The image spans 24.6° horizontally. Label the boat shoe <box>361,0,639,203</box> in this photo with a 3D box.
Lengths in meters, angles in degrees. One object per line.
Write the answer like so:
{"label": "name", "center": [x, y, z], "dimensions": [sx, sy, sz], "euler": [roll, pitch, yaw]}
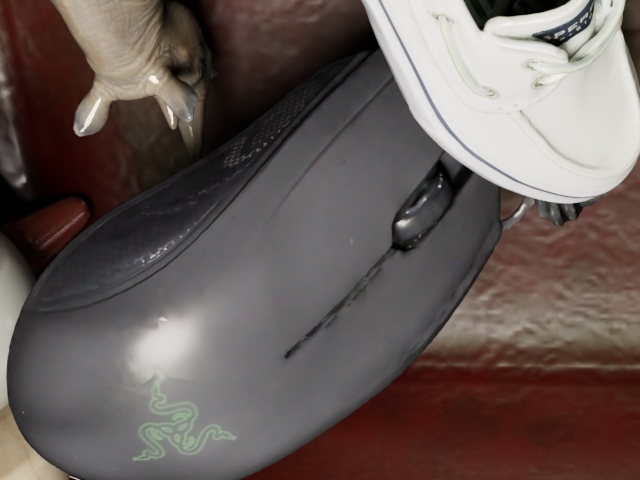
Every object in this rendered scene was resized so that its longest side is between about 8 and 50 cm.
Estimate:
{"label": "boat shoe", "center": [0.062, -0.080, 0.499], "dimensions": [0.226, 0.076, 0.083], "euler": [40, 78, -39]}

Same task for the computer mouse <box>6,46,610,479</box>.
{"label": "computer mouse", "center": [0.000, 0.000, 0.564], "dimensions": [0.272, 0.072, 0.188], "euler": [-42, 123, -6]}

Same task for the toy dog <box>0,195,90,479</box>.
{"label": "toy dog", "center": [-0.243, 0.008, 0.682], "dimensions": [0.334, 0.161, 0.220], "euler": [25, 131, 10]}

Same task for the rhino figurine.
{"label": "rhino figurine", "center": [-0.085, -0.132, 0.564], "dimensions": [0.073, 0.106, 0.243], "euler": [-7, 120, 15]}
